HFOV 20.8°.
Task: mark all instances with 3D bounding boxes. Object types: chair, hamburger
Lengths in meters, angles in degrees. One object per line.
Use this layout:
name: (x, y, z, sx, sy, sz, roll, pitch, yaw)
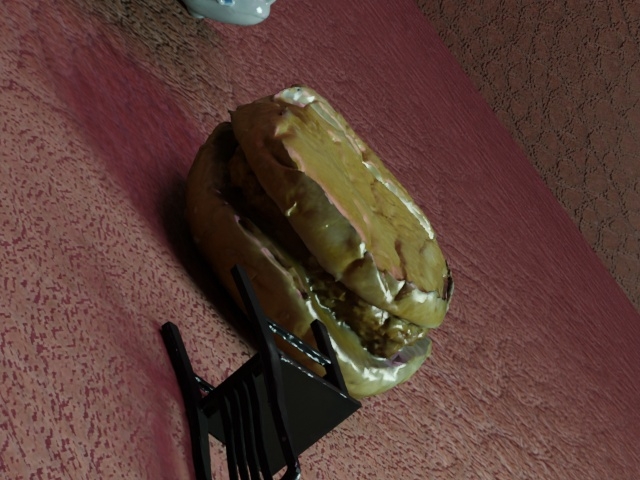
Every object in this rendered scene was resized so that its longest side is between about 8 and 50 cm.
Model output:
chair: (-0.030, 0.125, 1.150, 0.101, 0.084, 0.212, 37, 20, -37)
hamburger: (0.000, 0.001, 1.437, 0.259, 0.144, 0.283, 49, 18, 1)

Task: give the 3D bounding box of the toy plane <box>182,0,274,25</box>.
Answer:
toy plane: (-0.138, -0.339, 1.868, 0.267, 0.122, 0.267, 47, 13, -14)
